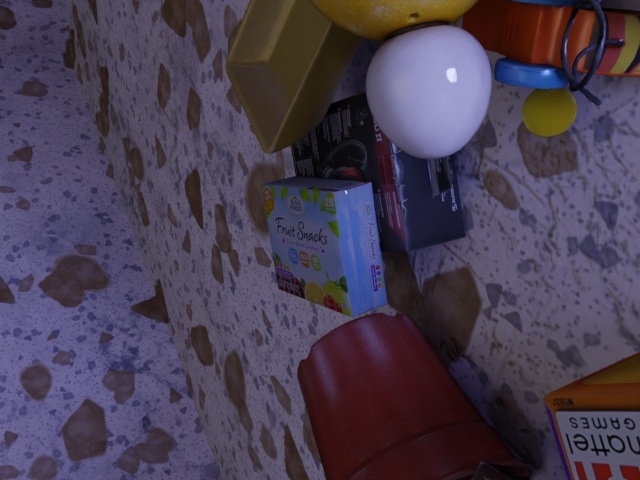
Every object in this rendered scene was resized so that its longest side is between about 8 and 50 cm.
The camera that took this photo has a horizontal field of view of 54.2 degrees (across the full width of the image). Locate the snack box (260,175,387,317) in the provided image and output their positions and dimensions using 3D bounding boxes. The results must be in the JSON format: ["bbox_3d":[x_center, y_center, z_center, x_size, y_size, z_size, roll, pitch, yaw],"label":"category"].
[{"bbox_3d":[0.000,0.000,0.901,0.207,0.070,0.175,13,115,56],"label":"snack box"}]

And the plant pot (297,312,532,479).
[{"bbox_3d":[0.103,0.262,0.877,0.272,0.272,0.265,110,145,-42],"label":"plant pot"}]

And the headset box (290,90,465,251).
[{"bbox_3d":[0.079,-0.098,0.908,0.293,0.110,0.218,-1,100,59],"label":"headset box"}]

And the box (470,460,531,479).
[{"bbox_3d":[0.278,0.394,0.570,0.381,0.143,0.191,30,87,36],"label":"box"}]

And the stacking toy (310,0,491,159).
[{"bbox_3d":[0.067,-0.314,0.582,0.350,0.350,0.480,0,104,59],"label":"stacking toy"}]

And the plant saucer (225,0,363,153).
[{"bbox_3d":[-0.016,-0.329,0.907,0.333,0.081,0.333,-61,33,26],"label":"plant saucer"}]

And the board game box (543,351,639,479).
[{"bbox_3d":[0.389,0.179,0.245,0.356,0.356,0.356,-26,77,59],"label":"board game box"}]

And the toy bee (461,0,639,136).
[{"bbox_3d":[0.248,-0.180,0.591,0.195,0.162,0.298,99,169,-45],"label":"toy bee"}]
